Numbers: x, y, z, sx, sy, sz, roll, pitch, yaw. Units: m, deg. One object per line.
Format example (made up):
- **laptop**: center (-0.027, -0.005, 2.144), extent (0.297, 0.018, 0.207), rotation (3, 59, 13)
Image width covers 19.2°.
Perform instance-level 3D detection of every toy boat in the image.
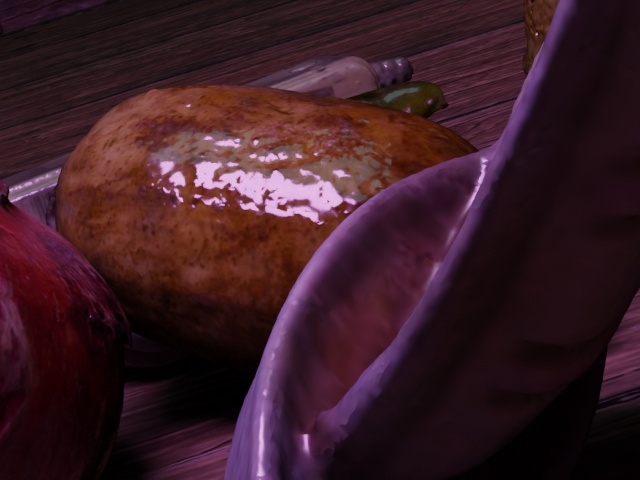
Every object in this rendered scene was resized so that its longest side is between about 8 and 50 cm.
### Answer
- **toy boat**: center (0.069, -0.009, 0.601), extent (0.293, 0.111, 0.276), rotation (-60, -2, 24)

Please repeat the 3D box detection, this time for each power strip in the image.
- **power strip**: center (-0.106, -0.055, 1.348), extent (0.388, 0.066, 0.092), rotation (-23, 14, -15)

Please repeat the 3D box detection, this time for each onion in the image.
- **onion**: center (-0.194, 0.041, 0.778), extent (0.246, 0.190, 0.246), rotation (20, 6, -2)

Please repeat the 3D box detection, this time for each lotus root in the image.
- **lotus root**: center (0.000, 0.000, 0.862), extent (0.260, 0.128, 0.145), rotation (10, 31, 22)

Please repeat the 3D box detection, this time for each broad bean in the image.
- **broad bean**: center (-0.008, -0.057, 1.266), extent (0.195, 0.046, 0.061), rotation (-28, 29, -22)

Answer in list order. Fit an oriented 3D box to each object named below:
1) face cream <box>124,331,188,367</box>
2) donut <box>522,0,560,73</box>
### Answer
- **face cream**: center (-0.097, 0.020, 0.989), extent (0.091, 0.091, 0.095), rotation (-22, 6, -20)
- **donut**: center (0.268, -0.204, 1.398), extent (0.272, 0.107, 0.272), rotation (-14, 13, 3)
